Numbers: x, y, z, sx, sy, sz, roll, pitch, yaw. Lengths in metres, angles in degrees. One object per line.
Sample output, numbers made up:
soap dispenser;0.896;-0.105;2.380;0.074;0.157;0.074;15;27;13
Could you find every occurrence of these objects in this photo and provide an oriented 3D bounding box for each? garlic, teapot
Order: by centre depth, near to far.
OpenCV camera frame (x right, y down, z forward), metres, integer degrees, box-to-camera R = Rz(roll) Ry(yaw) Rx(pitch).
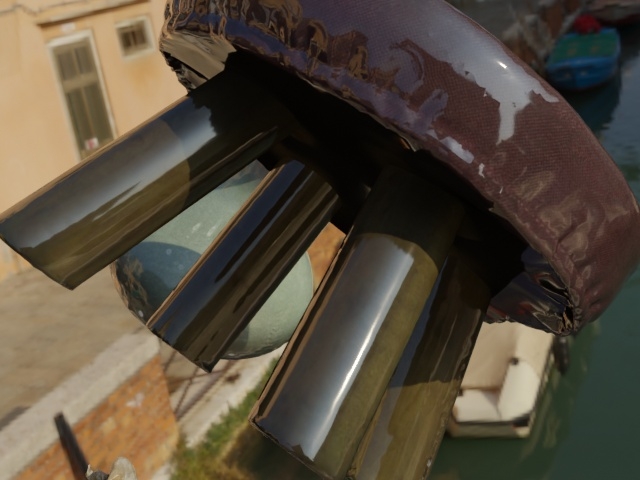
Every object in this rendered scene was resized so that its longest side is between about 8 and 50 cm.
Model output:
teapot;-0.058;-0.030;0.753;0.183;0.251;0.183;24;30;-15
garlic;-0.231;0.293;1.000;0.074;0.113;0.094;9;-12;-5

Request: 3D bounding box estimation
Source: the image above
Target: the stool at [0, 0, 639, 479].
stool;0.000;0.000;0.457;0.178;0.272;0.272;-55;32;-9
